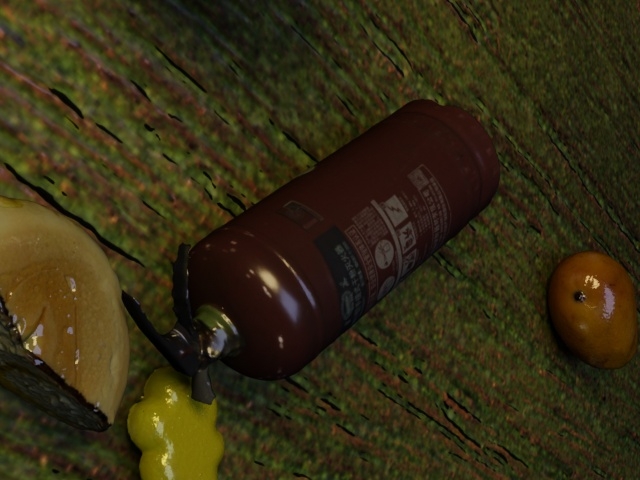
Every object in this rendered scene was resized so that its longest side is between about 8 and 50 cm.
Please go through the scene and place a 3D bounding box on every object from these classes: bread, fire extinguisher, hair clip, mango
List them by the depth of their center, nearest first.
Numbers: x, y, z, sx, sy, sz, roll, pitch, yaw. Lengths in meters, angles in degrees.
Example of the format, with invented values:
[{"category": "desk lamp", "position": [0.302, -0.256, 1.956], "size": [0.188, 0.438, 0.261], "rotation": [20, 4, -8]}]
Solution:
[{"category": "bread", "position": [-0.163, 0.031, 0.492], "size": [0.157, 0.083, 0.094], "rotation": [50, 56, -38]}, {"category": "hair clip", "position": [-0.098, 0.173, 0.596], "size": [0.072, 0.046, 0.173], "rotation": [-5, 94, -49]}, {"category": "fire extinguisher", "position": [0.000, 0.000, 0.632], "size": [0.337, 0.114, 0.135], "rotation": [-38, 133, -38]}, {"category": "mango", "position": [0.314, 0.086, 0.988], "size": [0.115, 0.089, 0.164], "rotation": [-50, 129, -43]}]
